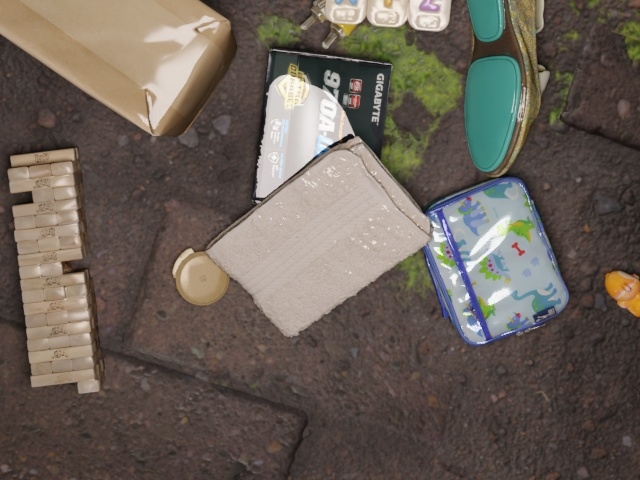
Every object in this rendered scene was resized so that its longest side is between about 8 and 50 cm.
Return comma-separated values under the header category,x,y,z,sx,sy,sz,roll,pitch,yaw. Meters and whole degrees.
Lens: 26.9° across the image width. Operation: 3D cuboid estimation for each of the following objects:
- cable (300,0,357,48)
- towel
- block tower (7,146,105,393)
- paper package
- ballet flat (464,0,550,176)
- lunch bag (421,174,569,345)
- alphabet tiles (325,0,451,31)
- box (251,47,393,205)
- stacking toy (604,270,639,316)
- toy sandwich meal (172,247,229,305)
category,x,y,z,sx,sy,sz,roll,pitch,yaw
cable,0.080,-0.396,1.863,0.287,0.072,0.139,-34,89,-11
towel,0.000,0.000,1.842,0.282,0.049,0.187,-37,104,20
block tower,-0.366,0.044,1.854,0.097,0.091,0.336,-7,95,-1
paper package,-0.274,-0.276,1.712,0.309,0.325,0.168,33,93,-4
ballet flat,0.264,-0.265,1.853,0.123,0.123,0.349,-5,98,-2
lunch bag,0.238,0.030,1.885,0.176,0.090,0.219,-20,95,3
alphabet tiles,0.098,-0.423,1.776,0.284,0.021,0.278,6,99,5
box,0.001,-0.150,1.872,0.175,0.051,0.220,7,96,-3
stacking toy,0.529,0.138,1.895,0.302,0.175,0.166,39,98,8
toy sandwich meal,-0.171,0.052,1.897,0.085,0.029,0.086,-1,95,-14
